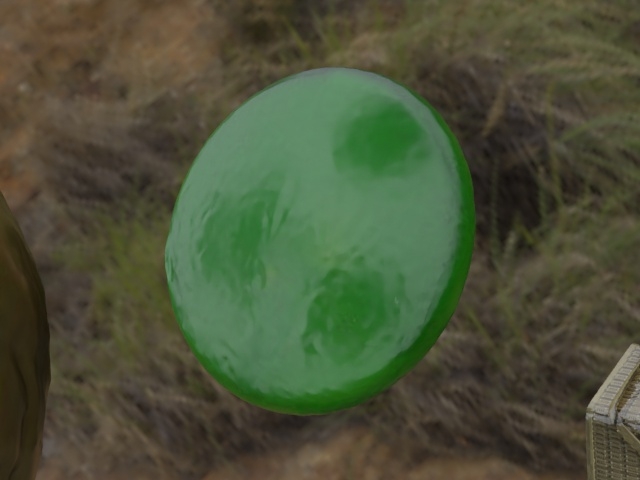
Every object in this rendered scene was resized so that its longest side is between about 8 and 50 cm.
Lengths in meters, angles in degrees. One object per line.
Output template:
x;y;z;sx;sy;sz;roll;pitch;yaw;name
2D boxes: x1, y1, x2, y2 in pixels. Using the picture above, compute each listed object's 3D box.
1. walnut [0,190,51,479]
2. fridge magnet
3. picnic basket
-0.213;0.056;0.591;0.227;0.283;0.283;-4;29;-12;walnut
0.000;0.000;0.955;0.208;0.088;0.208;-9;73;32;fridge magnet
0.273;0.176;1.317;0.079;0.164;0.115;11;36;29;picnic basket
